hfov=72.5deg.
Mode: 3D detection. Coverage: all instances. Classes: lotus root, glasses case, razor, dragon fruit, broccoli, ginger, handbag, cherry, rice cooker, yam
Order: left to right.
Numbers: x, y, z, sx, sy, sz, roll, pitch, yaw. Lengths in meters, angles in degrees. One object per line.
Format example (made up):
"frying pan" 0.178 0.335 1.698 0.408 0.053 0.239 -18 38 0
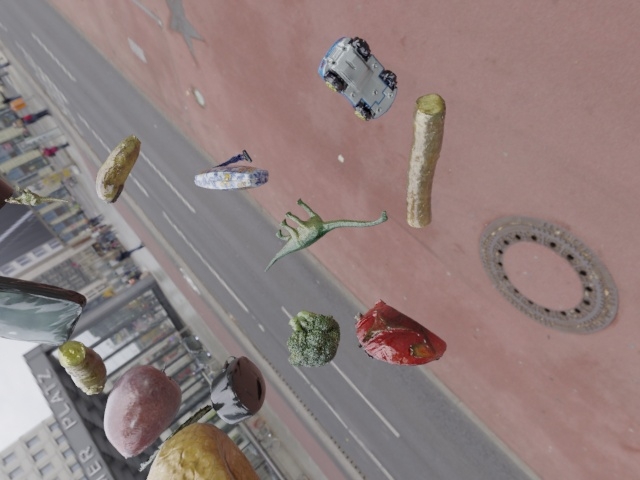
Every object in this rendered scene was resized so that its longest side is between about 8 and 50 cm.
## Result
"handbag" -0.745 0.161 1.022 0.192 0.332 0.075 -51 39 27
"ginger" -0.816 0.439 1.515 0.109 0.116 0.263 25 143 18
"lotus root" -0.706 -0.251 1.520 0.097 0.259 0.110 28 -177 -25
"cherry" -0.589 0.553 1.450 0.220 0.308 0.261 10 150 11
"razor" -0.280 -0.228 1.314 0.044 0.154 0.028 56 -162 -37
"glasses case" -0.242 -0.166 1.162 0.247 0.086 0.065 7 112 39
"rice cooker" -0.224 0.402 1.186 0.142 0.118 0.203 51 -173 -14
"broccoli" -0.017 0.237 1.063 0.138 0.145 0.162 47 148 23
"dragon fruit" 0.282 0.347 1.633 0.343 0.282 0.100 31 136 32
"yam" 0.204 -0.140 0.869 0.066 0.066 0.300 38 151 33

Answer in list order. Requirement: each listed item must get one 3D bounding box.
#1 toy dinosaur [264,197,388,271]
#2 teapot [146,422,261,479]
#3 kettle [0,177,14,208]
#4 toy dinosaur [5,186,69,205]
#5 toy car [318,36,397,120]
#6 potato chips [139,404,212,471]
"toy dinosaur" 0.000 0.000 1.543 0.300 0.087 0.447 34 114 3
"teapot" -0.170 0.371 0.587 0.203 0.167 0.311 52 166 11
"kettle" -0.949 -0.169 1.057 0.262 0.203 0.308 22 150 45
"toy dinosaur" -0.544 -0.082 0.831 0.041 0.113 0.026 98 166 -67
"toy car" 0.136 -0.578 1.584 0.314 0.198 0.166 34 -173 -33
"potato chips" -0.355 0.491 1.115 0.029 0.202 0.220 43 -172 9
